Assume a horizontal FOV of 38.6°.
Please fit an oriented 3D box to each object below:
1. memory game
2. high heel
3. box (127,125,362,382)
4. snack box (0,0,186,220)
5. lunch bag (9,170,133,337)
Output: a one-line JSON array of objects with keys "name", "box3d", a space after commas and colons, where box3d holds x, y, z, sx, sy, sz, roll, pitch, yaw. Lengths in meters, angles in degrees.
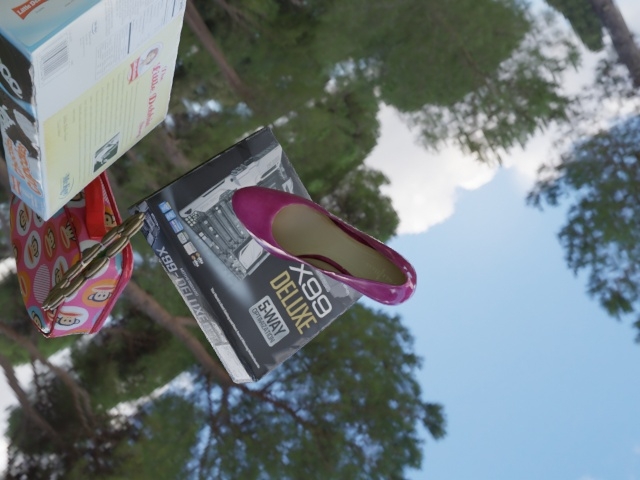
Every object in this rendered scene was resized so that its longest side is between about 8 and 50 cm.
[{"name": "memory game", "box3d": [-0.307, 0.026, 1.232, 0.186, 0.012, 0.186, -38, -163, 14]}, {"name": "high heel", "box3d": [0.000, 0.000, 1.043, 0.082, 0.244, 0.117, -53, 173, -9]}, {"name": "box", "box3d": [-0.102, 0.020, 1.363, 0.242, 0.307, 0.076, -35, -170, -33]}, {"name": "snack box", "box3d": [-0.215, -0.156, 0.864, 0.187, 0.060, 0.322, -46, 175, -26]}, {"name": "lunch bag", "box3d": [-0.404, -0.018, 1.473, 0.120, 0.293, 0.258, 0, 142, -36]}]
